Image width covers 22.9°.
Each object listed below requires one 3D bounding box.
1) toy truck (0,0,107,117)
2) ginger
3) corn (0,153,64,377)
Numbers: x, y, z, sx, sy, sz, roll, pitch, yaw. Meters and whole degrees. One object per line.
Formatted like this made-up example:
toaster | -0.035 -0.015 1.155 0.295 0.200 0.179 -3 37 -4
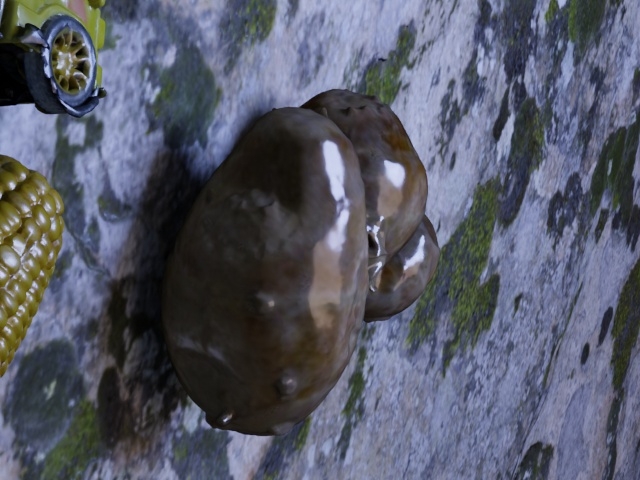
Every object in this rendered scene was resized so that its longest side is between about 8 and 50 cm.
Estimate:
toy truck | -0.207 -0.163 0.748 0.272 0.124 0.157 31 64 -60
ginger | 0.000 0.000 1.190 0.304 0.155 0.244 -34 129 -54
corn | -0.227 0.082 0.831 0.305 0.106 0.106 -62 150 -30
